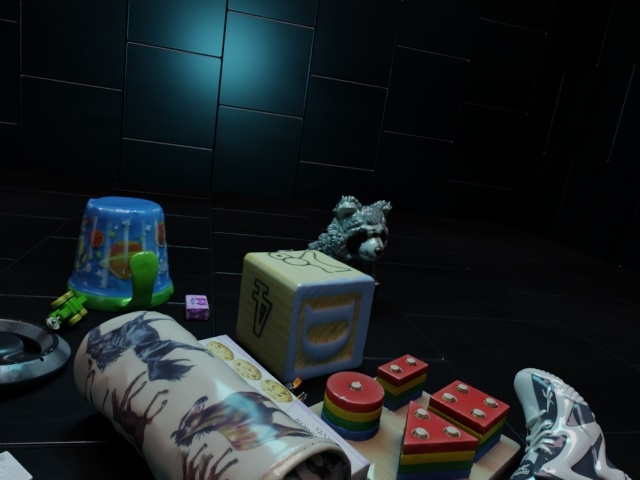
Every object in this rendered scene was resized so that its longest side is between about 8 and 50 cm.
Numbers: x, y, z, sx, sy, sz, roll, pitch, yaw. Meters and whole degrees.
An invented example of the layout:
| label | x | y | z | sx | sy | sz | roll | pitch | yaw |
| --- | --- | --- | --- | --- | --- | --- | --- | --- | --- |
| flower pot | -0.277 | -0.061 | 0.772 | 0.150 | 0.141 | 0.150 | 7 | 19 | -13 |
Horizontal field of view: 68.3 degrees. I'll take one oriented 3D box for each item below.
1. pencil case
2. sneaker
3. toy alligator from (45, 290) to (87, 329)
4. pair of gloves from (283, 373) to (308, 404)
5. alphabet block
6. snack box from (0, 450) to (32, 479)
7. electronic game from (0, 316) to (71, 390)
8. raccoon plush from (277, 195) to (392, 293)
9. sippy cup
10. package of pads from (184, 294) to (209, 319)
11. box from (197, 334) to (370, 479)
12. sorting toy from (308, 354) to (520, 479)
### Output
| label | x | y | z | sx | sy | sz | roll | pitch | yaw |
| --- | --- | --- | --- | --- | --- | --- | --- | --- | --- |
| pencil case | -0.154 | 0.223 | 0.580 | 0.410 | 0.184 | 0.159 | 20 | 45 | 42 |
| sneaker | 0.297 | 0.285 | 0.637 | 0.152 | 0.094 | 0.235 | -2 | 49 | -19 |
| toy alligator | -0.503 | 0.145 | 0.909 | 0.051 | 0.056 | 0.189 | -34 | 13 | -3 |
| pair of gloves | -0.052 | 0.250 | 0.731 | 0.010 | 0.074 | 0.083 | 45 | 1 | -18 |
| alphabet block | -0.035 | 0.138 | 0.934 | 0.192 | 0.194 | 0.197 | 1 | 15 | -36 |
| snack box | -0.401 | 0.277 | 0.477 | 0.064 | 0.022 | 0.178 | 18 | 16 | 31 |
| electronic game | -0.529 | 0.179 | 0.757 | 0.229 | 0.048 | 0.229 | 14 | 8 | -2 |
| raccoon plush | 0.000 | 0.000 | 1.308 | 0.446 | 0.300 | 0.216 | 18 | 16 | 37 |
| sippy cup | -0.460 | 0.019 | 1.101 | 0.305 | 0.224 | 0.240 | 12 | 13 | 16 |
| package of pads | -0.281 | 0.151 | 1.073 | 0.050 | 0.032 | 0.083 | 2 | 14 | -19 |
| box | -0.075 | 0.242 | 0.665 | 0.067 | 0.063 | 0.324 | -6 | 26 | -45 |
| sorting toy | 0.133 | 0.269 | 0.708 | 0.257 | 0.090 | 0.255 | 20 | 18 | 41 |
